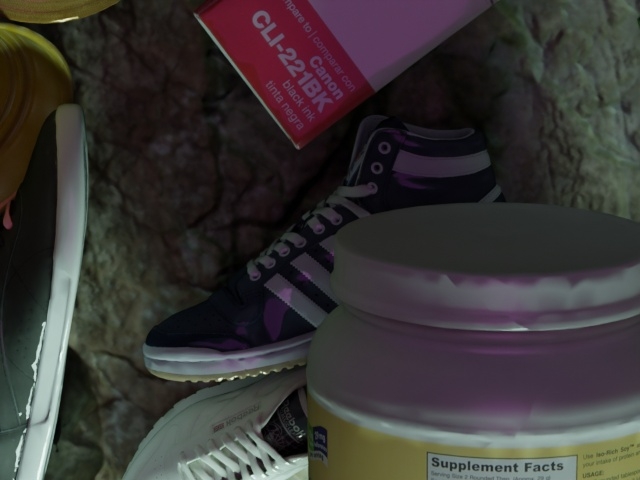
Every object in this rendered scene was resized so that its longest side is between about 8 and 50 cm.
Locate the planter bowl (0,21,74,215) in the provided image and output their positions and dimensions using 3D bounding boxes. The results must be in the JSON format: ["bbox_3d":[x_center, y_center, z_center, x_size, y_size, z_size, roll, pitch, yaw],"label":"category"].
[{"bbox_3d":[-0.287,-0.092,1.203,0.217,0.217,0.090,-42,61,5],"label":"planter bowl"}]

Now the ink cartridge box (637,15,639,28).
[{"bbox_3d":[0.313,-0.082,1.230,0.109,0.062,0.209,-21,92,3],"label":"ink cartridge box"}]

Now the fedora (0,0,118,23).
[{"bbox_3d":[-0.197,-0.223,1.199,0.194,0.079,0.194,2,68,-5],"label":"fedora"}]

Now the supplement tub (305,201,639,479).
[{"bbox_3d":[0.110,0.158,1.111,0.241,0.241,0.331,-1,103,0],"label":"supplement tub"}]

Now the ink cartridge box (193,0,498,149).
[{"bbox_3d":[0.060,-0.193,1.157,0.273,0.197,0.114,-37,98,5],"label":"ink cartridge box"}]

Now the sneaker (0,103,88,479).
[{"bbox_3d":[-0.247,0.039,1.231,0.147,0.104,0.296,11,105,-6],"label":"sneaker"}]

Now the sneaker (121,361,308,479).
[{"bbox_3d":[-0.051,0.145,1.257,0.235,0.095,0.090,-34,98,6],"label":"sneaker"}]

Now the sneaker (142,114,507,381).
[{"bbox_3d":[0.000,0.000,1.232,0.282,0.099,0.153,-14,102,-5],"label":"sneaker"}]
